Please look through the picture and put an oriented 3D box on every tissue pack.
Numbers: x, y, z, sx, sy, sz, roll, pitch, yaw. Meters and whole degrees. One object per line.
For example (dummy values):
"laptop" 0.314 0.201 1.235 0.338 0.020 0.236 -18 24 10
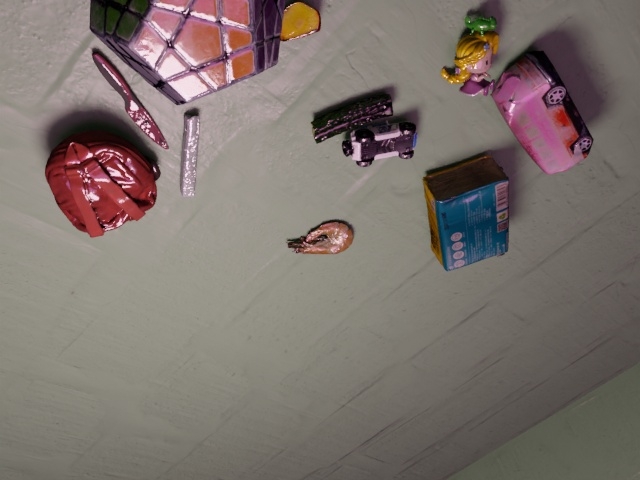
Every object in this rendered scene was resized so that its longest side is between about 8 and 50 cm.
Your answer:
"tissue pack" 0.375 -0.067 1.456 0.192 0.134 0.270 -17 134 0

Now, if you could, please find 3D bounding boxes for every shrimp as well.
"shrimp" 0.000 0.000 1.472 0.180 0.041 0.099 -7 132 -10

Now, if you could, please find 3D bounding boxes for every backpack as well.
"backpack" -0.450 -0.124 1.155 0.229 0.138 0.229 -9 138 -8

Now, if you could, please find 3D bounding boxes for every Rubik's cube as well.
"Rubik's cube" -0.206 -0.373 0.911 0.319 0.319 0.264 -21 109 3

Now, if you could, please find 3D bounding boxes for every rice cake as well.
"rice cake" -0.284 -0.182 1.227 0.033 0.033 0.207 -7 133 -25

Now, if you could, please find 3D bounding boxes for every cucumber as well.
"cucumber" 0.068 -0.269 1.236 0.187 0.058 0.058 -21 134 2

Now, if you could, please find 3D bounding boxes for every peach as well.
"peach" -0.041 -0.409 1.076 0.077 0.050 0.083 29 111 -9

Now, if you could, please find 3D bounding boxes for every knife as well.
"knife" -0.376 -0.269 1.130 0.036 0.018 0.247 -26 135 4

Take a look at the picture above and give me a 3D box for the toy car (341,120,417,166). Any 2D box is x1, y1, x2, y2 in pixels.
"toy car" 0.134 -0.224 1.285 0.171 0.070 0.080 -11 134 -9

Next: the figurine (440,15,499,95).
"figurine" 0.310 -0.390 1.185 0.115 0.094 0.156 14 134 24

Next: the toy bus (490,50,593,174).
"toy bus" 0.511 -0.285 1.302 0.147 0.127 0.303 -36 131 21
